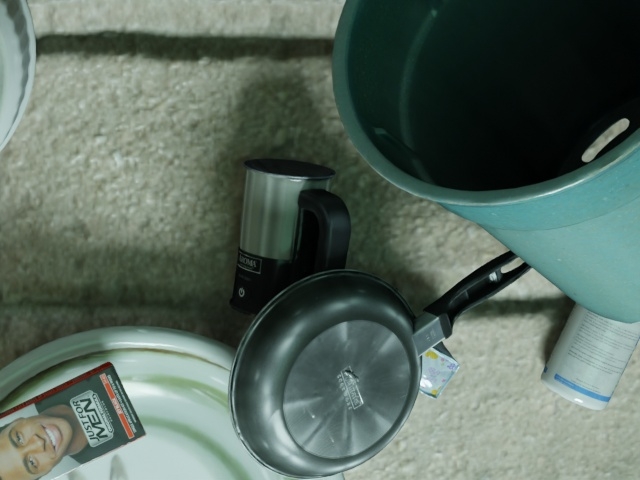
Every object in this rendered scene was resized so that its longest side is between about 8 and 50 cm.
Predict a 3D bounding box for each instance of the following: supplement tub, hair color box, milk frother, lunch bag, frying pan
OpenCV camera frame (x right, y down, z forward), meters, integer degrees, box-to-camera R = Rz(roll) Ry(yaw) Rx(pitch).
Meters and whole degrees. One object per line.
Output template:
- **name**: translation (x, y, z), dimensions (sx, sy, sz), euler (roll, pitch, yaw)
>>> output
- **supplement tub**: translation (0.262, 0.101, 1.887), dimensions (0.071, 0.071, 0.107), euler (23, 99, -17)
- **hair color box**: translation (-0.230, 0.167, 1.711), dimensions (0.141, 0.043, 0.072), euler (-26, 96, -9)
- **milk frother**: translation (0.000, 0.000, 1.802), dimensions (0.143, 0.129, 0.135), euler (-12, 112, -54)
- **lunch bag**: translation (0.078, 0.102, 1.847), dimensions (0.083, 0.071, 0.053), euler (34, 97, -21)
- **frying pan**: translation (0.068, 0.117, 1.770), dimensions (0.326, 0.053, 0.197), euler (-6, 109, -28)

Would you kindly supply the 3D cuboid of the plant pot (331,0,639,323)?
- **plant pot**: translation (0.237, -0.106, 1.666), dimensions (0.341, 0.341, 0.334), euler (-45, 139, 1)

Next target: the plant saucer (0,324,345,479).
- **plant saucer**: translation (-0.173, 0.274, 1.797), dimensions (0.400, 0.100, 0.400), euler (0, 91, -11)

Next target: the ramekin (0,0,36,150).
- **ramekin**: translation (-0.370, -0.148, 1.657), dimensions (0.273, 0.127, 0.273), euler (-3, 105, -11)
